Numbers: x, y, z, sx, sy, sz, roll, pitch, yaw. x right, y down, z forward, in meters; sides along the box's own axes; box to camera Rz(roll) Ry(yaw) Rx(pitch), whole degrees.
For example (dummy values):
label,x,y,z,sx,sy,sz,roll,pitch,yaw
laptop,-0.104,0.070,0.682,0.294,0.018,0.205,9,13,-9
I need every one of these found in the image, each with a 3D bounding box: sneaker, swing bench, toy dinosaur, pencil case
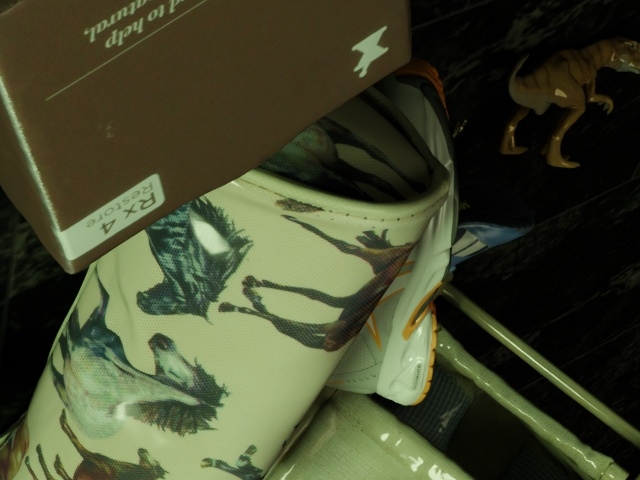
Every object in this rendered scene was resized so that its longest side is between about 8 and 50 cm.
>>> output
label,x,y,z,sx,sy,sz,roll,pitch,yaw
sneaker,0.089,-0.006,1.205,0.144,0.053,0.059,-9,141,-33
sneaker,0.020,0.002,1.078,0.121,0.099,0.262,3,126,-4
swing bench,0.102,0.194,1.312,0.255,0.253,0.165,-38,162,-51
toy dinosaur,0.162,-0.109,1.220,0.211,0.064,0.112,-23,133,-52
pencil case,-0.088,0.063,1.019,0.410,0.183,0.160,-60,177,36

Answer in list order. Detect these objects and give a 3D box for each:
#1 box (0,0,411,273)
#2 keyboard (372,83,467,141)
label,x,y,z,sx,sy,sz,roll,pitch,yaw
box,-0.091,-0.136,0.630,0.168,0.203,0.167,-34,154,-15
keyboard,0.000,0.000,1.188,0.201,0.033,0.317,-23,151,-31
